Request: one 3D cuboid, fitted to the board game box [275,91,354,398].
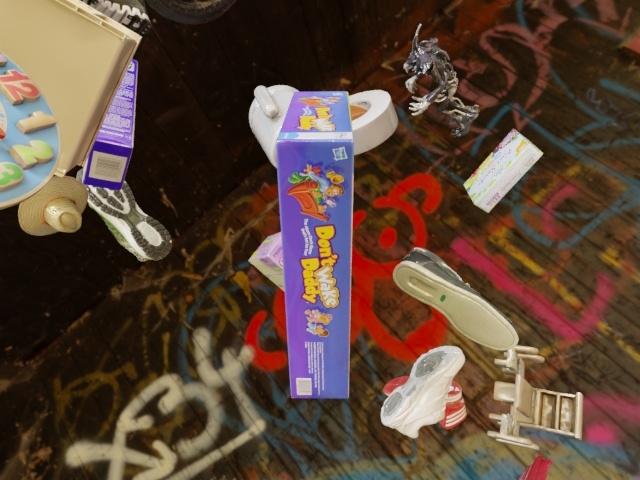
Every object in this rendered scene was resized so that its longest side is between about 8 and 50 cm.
[{"bbox_3d":[0.000,0.000,0.636,0.078,0.233,0.347,0,-61,2],"label":"board game box"}]

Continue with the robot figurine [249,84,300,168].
[{"bbox_3d":[-0.100,-0.346,1.467,0.199,0.354,0.300,-35,-38,5],"label":"robot figurine"}]

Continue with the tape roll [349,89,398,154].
[{"bbox_3d":[0.095,-0.317,1.277,0.219,0.219,0.072,-38,-53,-14],"label":"tape roll"}]

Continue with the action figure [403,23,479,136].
[{"bbox_3d":[0.275,-0.377,1.161,0.140,0.164,0.275,-25,-57,35],"label":"action figure"}]

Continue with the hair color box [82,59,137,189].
[{"bbox_3d":[-0.580,-0.333,1.309,0.110,0.339,0.185,10,-37,-28],"label":"hair color box"}]

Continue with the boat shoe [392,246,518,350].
[{"bbox_3d":[0.239,0.095,0.812,0.079,0.233,0.084,-41,-17,-47],"label":"boat shoe"}]

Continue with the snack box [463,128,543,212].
[{"bbox_3d":[0.339,-0.132,0.892,0.141,0.037,0.100,-53,15,25],"label":"snack box"}]

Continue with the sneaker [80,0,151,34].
[{"bbox_3d":[-0.522,-0.589,1.135,0.078,0.106,0.234,-18,-17,40],"label":"sneaker"}]

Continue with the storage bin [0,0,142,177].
[{"bbox_3d":[-0.475,-0.281,0.763,0.260,0.123,0.262,26,-76,-21],"label":"storage bin"}]

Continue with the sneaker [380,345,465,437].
[{"bbox_3d":[0.241,0.332,1.034,0.232,0.115,0.090,-49,14,9],"label":"sneaker"}]

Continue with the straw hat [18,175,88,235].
[{"bbox_3d":[-0.482,-0.046,0.886,0.144,0.061,0.144,-46,-16,-17],"label":"straw hat"}]

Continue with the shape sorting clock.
[{"bbox_3d":[-0.317,-0.114,0.386,0.040,0.206,0.206,-33,-20,26],"label":"shape sorting clock"}]

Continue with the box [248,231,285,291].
[{"bbox_3d":[-0.087,0.093,1.572,0.117,0.243,0.213,-53,15,-20],"label":"box"}]

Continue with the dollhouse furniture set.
[{"bbox_3d":[0.521,0.389,1.134,0.242,0.160,0.212,39,-122,-47],"label":"dollhouse furniture set"}]

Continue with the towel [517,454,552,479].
[{"bbox_3d":[0.386,0.582,1.002,0.198,0.031,0.275,10,-64,-58],"label":"towel"}]

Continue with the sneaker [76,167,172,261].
[{"bbox_3d":[-0.720,-0.072,1.674,0.182,0.410,0.158,-31,10,42],"label":"sneaker"}]

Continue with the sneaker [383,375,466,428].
[{"bbox_3d":[0.274,0.434,1.239,0.087,0.221,0.128,-34,-71,-44],"label":"sneaker"}]

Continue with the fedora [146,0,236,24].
[{"bbox_3d":[-0.288,-0.649,1.001,0.334,0.152,0.334,-31,-36,-26],"label":"fedora"}]
